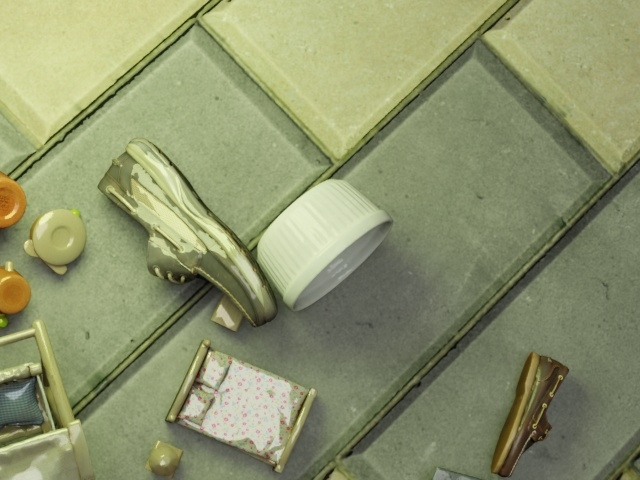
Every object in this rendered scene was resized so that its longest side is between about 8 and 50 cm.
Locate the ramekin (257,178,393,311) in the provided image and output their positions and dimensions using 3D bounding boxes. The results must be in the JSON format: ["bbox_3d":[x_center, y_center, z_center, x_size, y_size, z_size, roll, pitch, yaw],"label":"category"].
[{"bbox_3d":[0.000,0.000,1.887,0.207,0.207,0.109,-39,79,-13],"label":"ramekin"}]

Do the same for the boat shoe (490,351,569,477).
[{"bbox_3d":[0.331,0.279,1.952,0.073,0.073,0.207,24,78,-2],"label":"boat shoe"}]

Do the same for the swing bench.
[{"bbox_3d":[-0.467,0.283,1.725,0.253,0.165,0.255,-17,57,-19],"label":"swing bench"}]

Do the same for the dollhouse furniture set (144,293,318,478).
[{"bbox_3d":[-0.075,0.293,1.836,0.303,0.174,0.356,24,78,-5],"label":"dollhouse furniture set"}]

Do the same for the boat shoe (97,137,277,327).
[{"bbox_3d":[-0.205,0.006,1.897,0.130,0.132,0.355,-41,76,1],"label":"boat shoe"}]

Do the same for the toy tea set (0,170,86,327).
[{"bbox_3d":[-0.519,0.043,1.862,0.200,0.124,0.336,47,71,-29],"label":"toy tea set"}]

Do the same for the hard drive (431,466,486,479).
[{"bbox_3d":[0.216,0.491,1.907,0.172,0.054,0.255,16,78,-6],"label":"hard drive"}]
